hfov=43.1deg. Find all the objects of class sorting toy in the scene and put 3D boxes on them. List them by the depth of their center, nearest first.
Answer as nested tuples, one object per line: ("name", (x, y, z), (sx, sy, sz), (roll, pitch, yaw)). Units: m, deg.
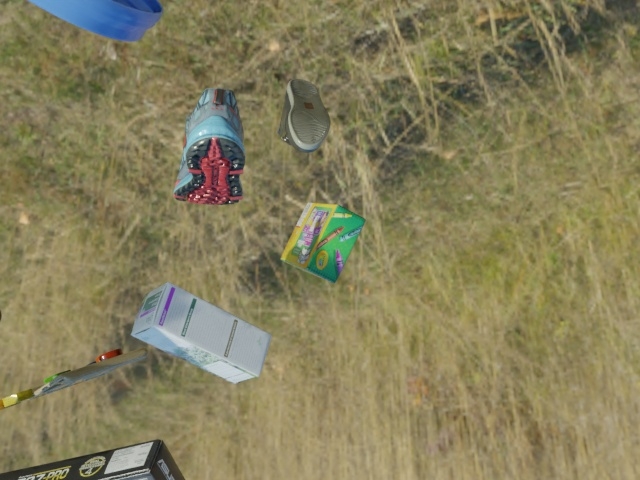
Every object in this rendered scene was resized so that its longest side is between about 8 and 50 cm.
("sorting toy", (-0.560, 0.300, 1.782), (0.307, 0.041, 0.229), (-14, 172, -46))

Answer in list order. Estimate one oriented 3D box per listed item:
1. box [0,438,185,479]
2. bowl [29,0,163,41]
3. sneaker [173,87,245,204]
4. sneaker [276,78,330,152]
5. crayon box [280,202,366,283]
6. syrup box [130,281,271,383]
("box", (-0.420, 0.556, 1.542), (0.395, 0.097, 0.318), (-16, 114, 14))
("bowl", (-0.490, -0.508, 1.540), (0.391, 0.391, 0.077), (22, 112, -33))
("sneaker", (-0.155, -0.135, 1.198), (0.104, 0.125, 0.262), (6, 160, -15))
("sneaker", (-0.036, -0.212, 1.593), (0.083, 0.222, 0.118), (9, 129, -11))
("crayon box", (0.000, 0.000, 1.946), (0.081, 0.165, 0.278), (27, 177, -15))
("syrup box", (-0.220, 0.175, 1.509), (0.237, 0.096, 0.093), (32, 146, -26))
